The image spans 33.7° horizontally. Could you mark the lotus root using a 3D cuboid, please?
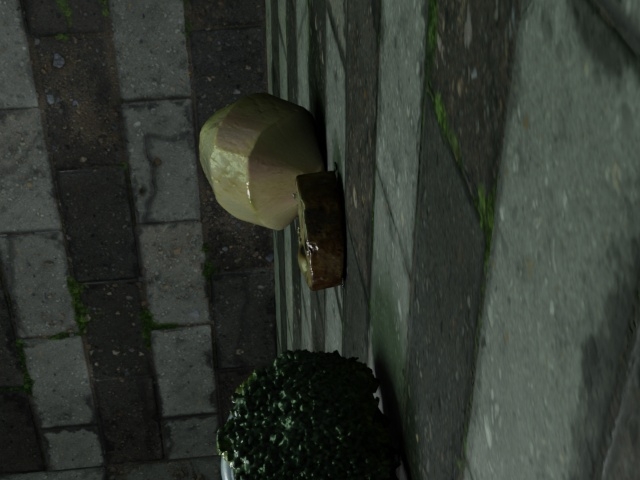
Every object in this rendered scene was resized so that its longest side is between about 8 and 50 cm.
[{"bbox_3d":[0.000,0.000,1.807,0.170,0.074,0.261,-104,10,-46],"label":"lotus root"}]

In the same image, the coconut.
[{"bbox_3d":[-0.098,-0.147,1.992,0.259,0.259,0.259,176,90,-84],"label":"coconut"}]

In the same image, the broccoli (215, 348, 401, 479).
[{"bbox_3d":[-0.017,0.324,1.454,0.397,0.274,0.353,79,-148,-68],"label":"broccoli"}]

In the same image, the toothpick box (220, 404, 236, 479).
[{"bbox_3d":[-0.083,0.446,2.241,0.354,0.262,0.263,-150,55,-84],"label":"toothpick box"}]
